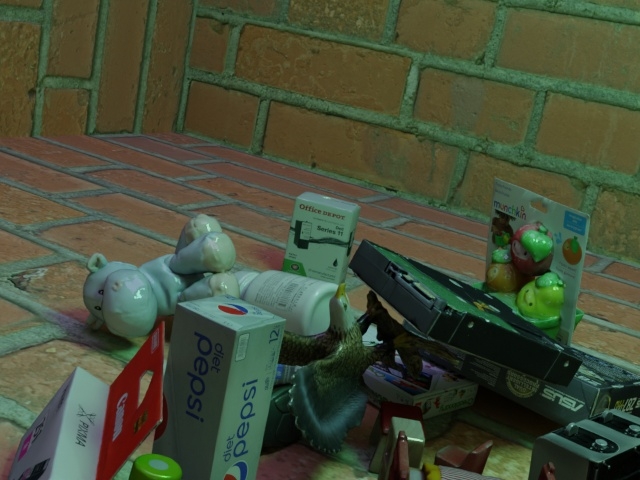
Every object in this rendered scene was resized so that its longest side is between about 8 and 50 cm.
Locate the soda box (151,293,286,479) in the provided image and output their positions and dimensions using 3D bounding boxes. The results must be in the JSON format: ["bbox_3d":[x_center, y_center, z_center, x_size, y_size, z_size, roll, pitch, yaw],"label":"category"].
[{"bbox_3d":[-0.128,0.214,0.956,0.098,0.287,0.091,20,15,32],"label":"soda box"}]

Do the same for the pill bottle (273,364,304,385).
[{"bbox_3d":[-0.025,0.228,1.397,0.137,0.078,0.078,9,15,-7],"label":"pill bottle"}]

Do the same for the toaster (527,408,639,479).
[{"bbox_3d":[0.380,0.336,1.130,0.168,0.186,0.110,-9,21,-34],"label":"toaster"}]

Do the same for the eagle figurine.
[{"bbox_3d":[0.006,0.166,1.179,0.298,0.225,0.226,-21,2,-36],"label":"eagle figurine"}]

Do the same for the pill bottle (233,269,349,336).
[{"bbox_3d":[-0.070,0.124,1.506,0.229,0.131,0.131,11,11,40],"label":"pill bottle"}]

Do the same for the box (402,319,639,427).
[{"bbox_3d":[0.392,0.232,1.565,0.394,0.097,0.318,23,6,36],"label":"box"}]

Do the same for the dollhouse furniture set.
[{"bbox_3d":[0.178,0.307,1.098,0.201,0.152,0.374,11,14,0],"label":"dollhouse furniture set"}]

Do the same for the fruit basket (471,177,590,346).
[{"bbox_3d":[0.454,0.069,1.825,0.165,0.353,0.327,-12,23,-22],"label":"fruit basket"}]

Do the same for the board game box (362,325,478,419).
[{"bbox_3d":[0.114,0.235,1.524,0.192,0.053,0.305,-2,20,-45],"label":"board game box"}]

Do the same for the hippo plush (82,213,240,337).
[{"bbox_3d":[-0.305,0.064,1.498,0.236,0.235,0.294,2,18,-34],"label":"hippo plush"}]

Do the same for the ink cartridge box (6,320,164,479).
[{"bbox_3d":[-0.273,0.218,0.942,0.060,0.239,0.275,36,7,-18],"label":"ink cartridge box"}]

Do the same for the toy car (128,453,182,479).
[{"bbox_3d":[-0.114,0.320,0.862,0.188,0.155,0.149,11,11,-44],"label":"toy car"}]

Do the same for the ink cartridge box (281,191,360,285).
[{"bbox_3d":[0.000,0.000,2.019,0.152,0.209,0.087,14,15,12],"label":"ink cartridge box"}]

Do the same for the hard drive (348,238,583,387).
[{"bbox_3d":[0.230,0.118,1.306,0.338,0.064,0.237,24,10,-36],"label":"hard drive"}]

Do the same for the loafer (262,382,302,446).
[{"bbox_3d":[-0.100,0.260,1.202,0.084,0.096,0.267,14,15,33],"label":"loafer"}]
